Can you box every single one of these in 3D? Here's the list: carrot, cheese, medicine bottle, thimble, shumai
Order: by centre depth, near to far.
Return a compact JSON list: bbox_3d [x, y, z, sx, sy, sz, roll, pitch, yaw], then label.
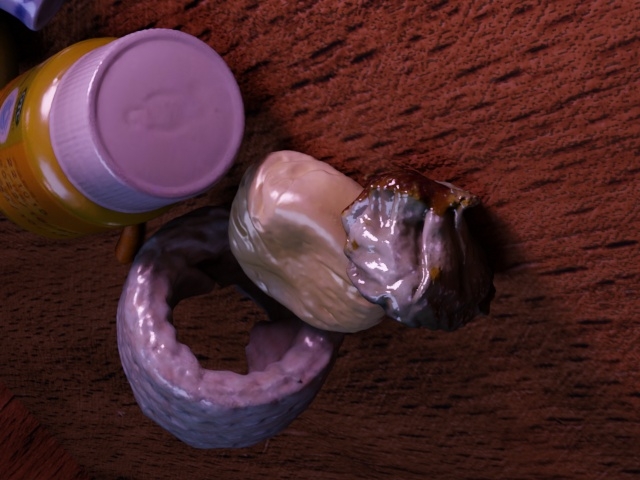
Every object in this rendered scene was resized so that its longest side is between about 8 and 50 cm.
[{"bbox_3d":[0.112,-0.005,1.482,0.184,0.184,0.142,36,114,17],"label":"shumai"},{"bbox_3d":[0.000,0.000,1.655,0.226,0.117,0.214,36,153,5],"label":"cheese"},{"bbox_3d":[-0.250,-0.122,1.698,0.224,0.224,0.384,51,157,-16],"label":"medicine bottle"},{"bbox_3d":[-0.108,0.107,1.818,0.291,0.291,0.195,42,156,3],"label":"thimble"},{"bbox_3d":[-0.285,-0.013,2.195,0.037,0.037,0.190,41,153,7],"label":"carrot"}]

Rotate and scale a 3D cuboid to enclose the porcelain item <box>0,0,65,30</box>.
[{"bbox_3d":[-0.419,-0.351,1.707,0.259,0.141,0.141,35,157,2],"label":"porcelain item"}]

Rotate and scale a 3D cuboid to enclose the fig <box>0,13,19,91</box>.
[{"bbox_3d":[-0.554,-0.248,1.963,0.258,0.258,0.326,58,166,-30],"label":"fig"}]
